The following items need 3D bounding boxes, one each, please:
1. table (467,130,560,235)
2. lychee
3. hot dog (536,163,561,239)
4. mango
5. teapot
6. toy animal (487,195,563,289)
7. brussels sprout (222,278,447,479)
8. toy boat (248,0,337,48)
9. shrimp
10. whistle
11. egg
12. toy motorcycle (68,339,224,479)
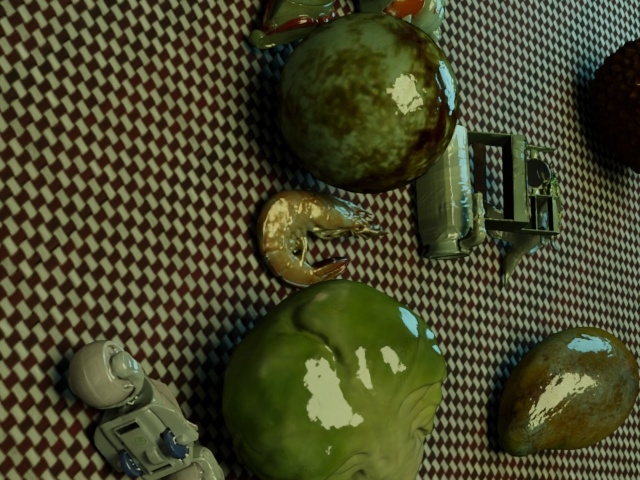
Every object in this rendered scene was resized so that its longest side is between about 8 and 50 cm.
[{"bbox_3d":[0.301,-0.090,2.045,0.175,0.062,0.146,4,73,-12],"label":"table"},{"bbox_3d":[0.644,-0.248,2.402,0.304,0.276,0.275,29,57,-14],"label":"lychee"},{"bbox_3d":[0.398,-0.067,2.240,0.056,0.041,0.133,6,78,-50],"label":"hot dog"},{"bbox_3d":[0.394,0.248,2.097,0.316,0.146,0.192,-22,98,-36],"label":"mango"},{"bbox_3d":[0.199,-0.073,1.953,0.077,0.107,0.200,8,77,-51],"label":"teapot"},{"bbox_3d":[0.335,0.001,2.107,0.219,0.095,0.155,26,65,-39],"label":"toy animal"},{"bbox_3d":[0.025,0.185,1.582,0.317,0.243,0.273,34,63,-42],"label":"brussels sprout"},{"bbox_3d":[-0.028,-0.306,1.762,0.089,0.071,0.185,40,36,19],"label":"toy boat"},{"bbox_3d":[0.003,-0.001,1.745,0.236,0.053,0.132,3,78,-46],"label":"shrimp"},{"bbox_3d":[0.110,-0.369,1.922,0.253,0.105,0.101,17,29,-47],"label":"whistle"},{"bbox_3d":[0.070,-0.180,1.723,0.289,0.238,0.238,2,80,-66],"label":"egg"},{"bbox_3d":[-0.190,0.204,1.449,0.254,0.112,0.112,57,45,-26],"label":"toy motorcycle"}]
